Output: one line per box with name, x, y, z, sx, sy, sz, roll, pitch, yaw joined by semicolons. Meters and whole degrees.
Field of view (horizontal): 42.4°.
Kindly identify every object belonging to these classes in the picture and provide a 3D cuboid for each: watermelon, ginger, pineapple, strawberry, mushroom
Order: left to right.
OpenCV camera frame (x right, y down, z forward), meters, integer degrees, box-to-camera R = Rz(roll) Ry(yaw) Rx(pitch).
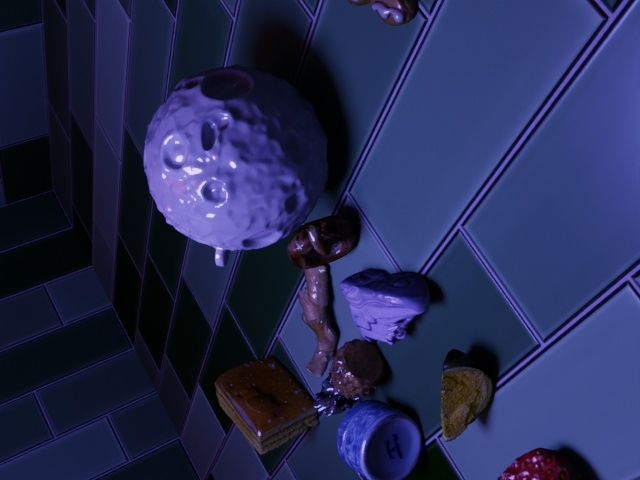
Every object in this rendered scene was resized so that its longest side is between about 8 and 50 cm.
ginger;-0.010;0.158;1.759;0.089;0.075;0.288;13;120;32
mushroom;-0.001;-0.002;1.524;0.080;0.135;0.170;58;179;13
pineapple;0.052;0.293;1.702;0.111;0.119;0.237;58;148;19
watermelon;0.227;0.236;1.357;0.075;0.092;0.181;-122;16;-49
strawberry;0.323;0.426;1.255;0.205;0.205;0.244;37;119;46

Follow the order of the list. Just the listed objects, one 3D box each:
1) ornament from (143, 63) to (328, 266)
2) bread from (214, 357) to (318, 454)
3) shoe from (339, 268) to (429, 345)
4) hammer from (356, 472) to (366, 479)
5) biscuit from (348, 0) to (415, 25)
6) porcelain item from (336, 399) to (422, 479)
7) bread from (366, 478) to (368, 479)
ornament;-0.149;-0.154;1.477;0.337;0.337;0.337;43;145;41
bread;-0.138;0.401;2.063;0.234;0.184;0.110;37;137;44
shoe;0.123;0.128;1.469;0.245;0.095;0.137;4;117;65
hammer;0.132;0.580;1.749;0.292;0.029;0.058;57;149;25
biscuit;0.066;-0.464;1.159;0.197;0.049;0.301;37;140;43
porcelain item;0.113;0.394;1.625;0.114;0.147;0.147;15;123;60
bread;0.100;0.491;1.850;0.094;0.035;0.090;58;152;19
